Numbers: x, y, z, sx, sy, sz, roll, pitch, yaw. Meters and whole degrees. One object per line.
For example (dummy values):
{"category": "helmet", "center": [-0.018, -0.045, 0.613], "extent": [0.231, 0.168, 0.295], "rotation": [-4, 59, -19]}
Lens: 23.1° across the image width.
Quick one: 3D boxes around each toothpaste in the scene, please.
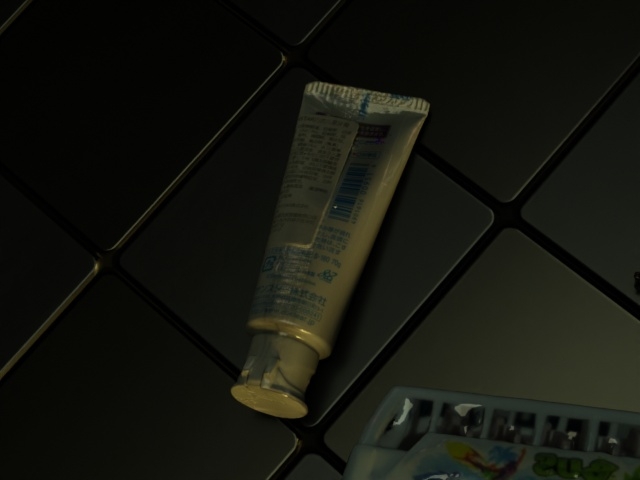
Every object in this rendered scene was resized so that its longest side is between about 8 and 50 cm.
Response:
{"category": "toothpaste", "center": [0.000, 0.000, 1.317], "extent": [0.114, 0.073, 0.299], "rotation": [10, 65, 17]}

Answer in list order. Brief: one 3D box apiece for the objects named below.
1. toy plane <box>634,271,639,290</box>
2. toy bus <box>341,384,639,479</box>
{"category": "toy plane", "center": [0.339, 0.067, 1.216], "extent": [0.197, 0.053, 0.078], "rotation": [3, 62, 18]}
{"category": "toy bus", "center": [0.180, 0.194, 1.178], "extent": [0.329, 0.109, 0.136], "rotation": [5, 62, 15]}
